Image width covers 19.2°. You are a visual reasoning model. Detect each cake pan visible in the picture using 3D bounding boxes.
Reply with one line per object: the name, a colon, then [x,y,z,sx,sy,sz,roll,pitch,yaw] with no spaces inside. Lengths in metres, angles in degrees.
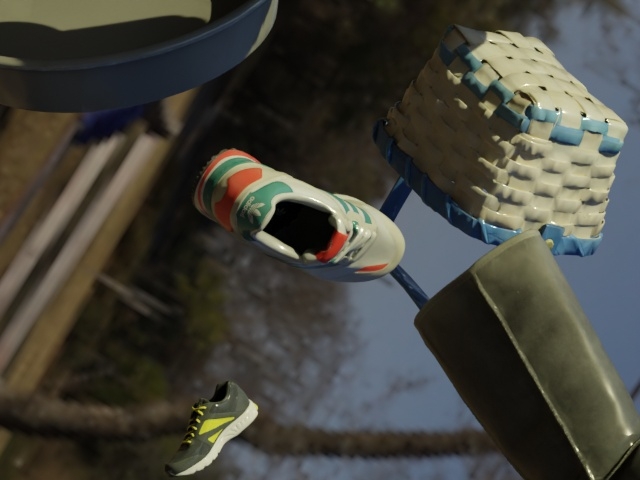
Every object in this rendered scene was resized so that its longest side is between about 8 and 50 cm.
cake pan: [-0.161,-0.185,1.438,0.293,0.293,0.054,-66,154,-50]

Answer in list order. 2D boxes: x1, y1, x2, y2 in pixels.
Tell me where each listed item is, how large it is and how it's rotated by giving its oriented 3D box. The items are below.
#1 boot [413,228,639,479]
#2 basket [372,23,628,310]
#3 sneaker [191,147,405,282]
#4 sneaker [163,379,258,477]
boot: [0.168,0.084,1.112,0.190,0.076,0.208,-32,-121,19]
basket: [0.162,-0.043,1.868,0.289,0.201,0.255,-60,-140,22]
sneaker: [0.000,0.000,1.128,0.057,0.161,0.075,-59,-138,7]
sneaker: [-0.080,0.128,1.288,0.083,0.035,0.031,-43,-159,-33]
